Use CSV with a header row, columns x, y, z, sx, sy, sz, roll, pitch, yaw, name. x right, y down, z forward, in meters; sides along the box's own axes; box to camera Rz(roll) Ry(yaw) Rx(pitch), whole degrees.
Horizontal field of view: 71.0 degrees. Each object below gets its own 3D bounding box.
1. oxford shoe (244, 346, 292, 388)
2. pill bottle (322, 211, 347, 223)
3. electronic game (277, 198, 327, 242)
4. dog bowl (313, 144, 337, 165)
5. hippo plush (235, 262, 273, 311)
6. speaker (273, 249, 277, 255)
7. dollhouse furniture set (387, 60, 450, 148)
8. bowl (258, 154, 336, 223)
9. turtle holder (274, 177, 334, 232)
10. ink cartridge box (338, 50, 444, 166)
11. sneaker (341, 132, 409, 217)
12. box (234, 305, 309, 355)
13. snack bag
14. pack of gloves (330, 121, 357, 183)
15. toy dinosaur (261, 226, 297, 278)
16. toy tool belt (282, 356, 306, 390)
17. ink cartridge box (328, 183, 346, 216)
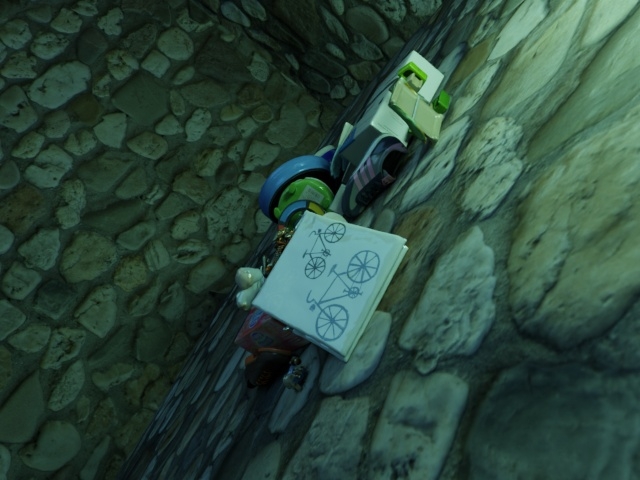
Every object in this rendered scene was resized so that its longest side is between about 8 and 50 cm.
x,y,z,sx,sy,sz,roll,pitch,yaw,name
-0.157,0.385,1.349,0.271,0.096,0.099,135,144,-54,oxford shoe
0.000,0.000,1.620,0.221,0.121,0.121,-40,20,48,pill bottle
-0.068,-0.051,1.804,0.229,0.229,0.048,-53,-16,11,electronic game
0.008,-0.352,2.290,0.265,0.104,0.265,-44,-10,-9,dog bowl
-0.134,0.172,1.612,0.236,0.235,0.294,-8,11,46,hippo plush
-0.125,0.071,1.861,0.055,0.136,0.055,-51,13,16,speaker
0.280,-0.405,1.442,0.151,0.197,0.302,-40,19,45,dollhouse furniture set
-0.098,-0.221,2.104,0.391,0.390,0.077,-49,57,25,bowl
-0.055,-0.116,1.957,0.227,0.243,0.321,-51,-34,-71,turtle holder
0.272,-0.490,1.755,0.395,0.166,0.285,-60,14,-21,ink cartridge box
0.182,-0.204,1.531,0.131,0.112,0.319,44,114,46,sneaker
-0.133,0.259,1.406,0.300,0.142,0.154,-39,22,51,box
0.008,0.095,1.135,0.342,0.037,0.323,18,72,38,snack bag
0.133,-0.355,1.896,0.046,0.195,0.232,26,100,36,pack of gloves
-0.057,0.107,1.270,0.164,0.218,0.323,90,175,-77,toy dinosaur
-0.056,0.343,1.155,0.051,0.052,0.083,-1,52,35,toy tool belt
0.087,-0.150,1.696,0.105,0.061,0.181,-61,-3,6,ink cartridge box
